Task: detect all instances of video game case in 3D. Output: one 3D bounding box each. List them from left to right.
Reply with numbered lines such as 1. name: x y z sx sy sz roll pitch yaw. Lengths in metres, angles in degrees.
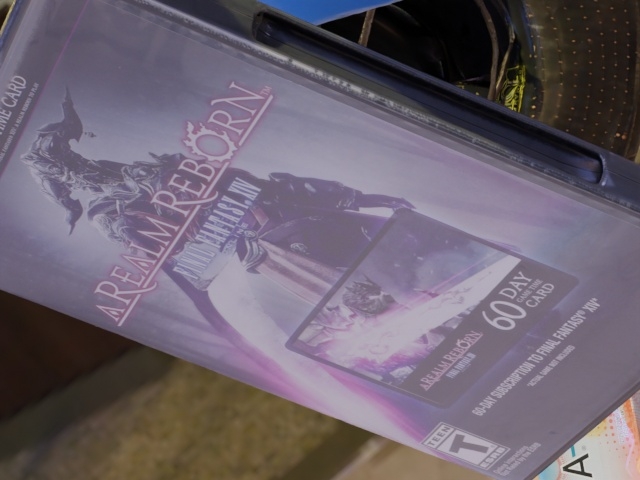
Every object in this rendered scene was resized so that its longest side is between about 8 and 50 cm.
1. video game case: 0.000 0.000 0.723 0.196 0.274 0.026 128 159 -52

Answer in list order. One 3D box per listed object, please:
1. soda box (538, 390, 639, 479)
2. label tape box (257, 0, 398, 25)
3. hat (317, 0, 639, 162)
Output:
1. soda box: 0.155 0.145 0.999 0.063 0.183 0.058 -12 -6 32
2. label tape box: -0.052 -0.196 0.632 0.241 0.333 0.106 -12 30 41
3. hat: 0.000 -0.093 1.014 0.331 0.331 0.134 -42 18 -12
